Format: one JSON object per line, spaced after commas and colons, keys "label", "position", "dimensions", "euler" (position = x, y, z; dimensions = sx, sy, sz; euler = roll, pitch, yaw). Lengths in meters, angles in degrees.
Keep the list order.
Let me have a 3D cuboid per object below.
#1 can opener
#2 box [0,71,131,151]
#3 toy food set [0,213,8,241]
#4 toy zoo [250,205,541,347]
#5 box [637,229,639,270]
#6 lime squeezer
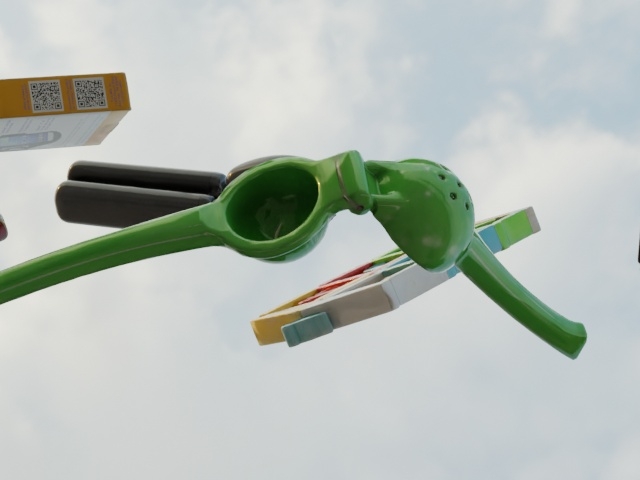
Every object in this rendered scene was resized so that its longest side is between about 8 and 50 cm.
{"label": "can opener", "position": [-0.121, -0.056, 1.527], "dimensions": [0.283, 0.076, 0.095], "euler": [6, -53, 11]}
{"label": "box", "position": [-0.190, -0.075, 0.945], "dimensions": [0.081, 0.136, 0.028], "euler": [151, -67, -65]}
{"label": "toy food set", "position": [-0.280, 0.005, 1.143], "dimensions": [0.122, 0.078, 0.019], "euler": [-28, -122, 2]}
{"label": "toy zoo", "position": [0.062, 0.041, 1.550], "dimensions": [0.192, 0.293, 0.030], "euler": [-18, -85, 46]}
{"label": "box", "position": [0.297, -0.038, 1.194], "dimensions": [0.045, 0.184, 0.191], "euler": [-3, -110, 30]}
{"label": "lime squeezer", "position": [0.000, 0.000, 0.732], "dimensions": [0.110, 0.310, 0.059], "euler": [124, -34, -56]}
